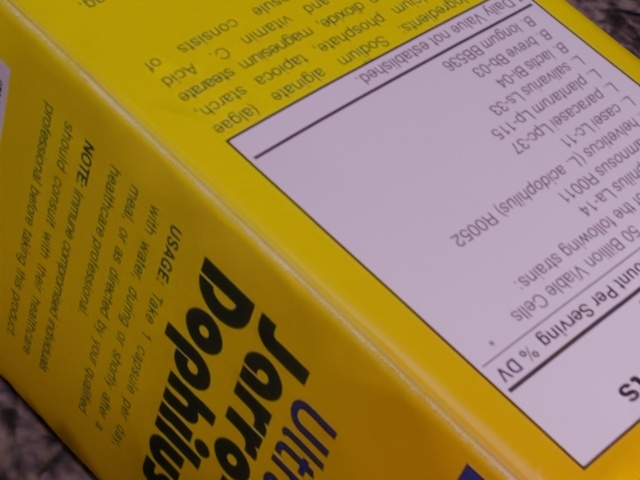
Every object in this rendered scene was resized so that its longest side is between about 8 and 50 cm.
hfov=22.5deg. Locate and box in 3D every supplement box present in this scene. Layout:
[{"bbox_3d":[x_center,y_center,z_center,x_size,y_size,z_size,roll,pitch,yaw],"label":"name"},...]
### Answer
[{"bbox_3d":[0.000,0.000,0.638,0.194,0.195,0.356,-31,65,-37],"label":"supplement box"}]
